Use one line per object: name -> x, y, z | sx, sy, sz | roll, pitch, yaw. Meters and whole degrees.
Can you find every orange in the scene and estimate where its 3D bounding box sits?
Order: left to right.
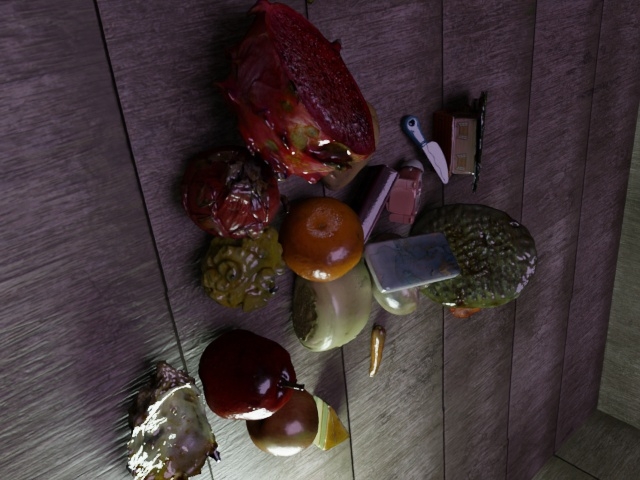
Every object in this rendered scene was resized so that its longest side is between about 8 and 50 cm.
orange -> 0.000, 0.000, 1.499 | 0.224, 0.224, 0.170 | -41, 157, -25

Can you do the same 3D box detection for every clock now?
clock -> 0.247, -0.145, 1.748 | 0.162, 0.092, 0.166 | -53, 148, -57

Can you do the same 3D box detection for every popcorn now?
popcorn -> -0.171, 0.060, 1.383 | 0.218, 0.169, 0.189 | -47, 131, -12

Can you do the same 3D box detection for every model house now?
model house -> 0.428, -0.312, 1.862 | 0.207, 0.154, 0.294 | -55, 147, -62

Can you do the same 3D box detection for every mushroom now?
mushroom -> 0.224, 0.091, 1.748 | 0.255, 0.184, 0.255 | 37, 43, -43

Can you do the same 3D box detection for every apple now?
apple -> -0.103, 0.478, 1.602 | 0.174, 0.188, 0.188 | 15, 95, -41

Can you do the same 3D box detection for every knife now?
knife -> 0.322, -0.271, 1.770 | 0.058, 0.032, 0.244 | -45, 113, -6

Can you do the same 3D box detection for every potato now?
potato -> 0.070, -0.246, 1.526 | 0.235, 0.128, 0.161 | -51, 130, -9

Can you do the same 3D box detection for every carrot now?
carrot -> 0.179, 0.357, 1.931 | 0.047, 0.047, 0.191 | -17, 123, -39

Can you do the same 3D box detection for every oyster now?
oyster -> -0.374, 0.439, 1.396 | 0.221, 0.096, 0.361 | -27, 123, -28

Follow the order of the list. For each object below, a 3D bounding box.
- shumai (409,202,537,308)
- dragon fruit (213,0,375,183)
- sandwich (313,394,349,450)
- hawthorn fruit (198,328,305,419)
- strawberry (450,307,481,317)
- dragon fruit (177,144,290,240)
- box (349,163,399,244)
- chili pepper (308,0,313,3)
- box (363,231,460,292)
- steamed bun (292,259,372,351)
shumai -> 0.489, 0.065, 1.932 | 0.323, 0.397, 0.324 | 26, 67, -68
dragon fruit -> -0.066, -0.292, 1.264 | 0.386, 0.249, 0.371 | 48, 28, -21
sandwich -> 0.032, 0.540, 1.833 | 0.113, 0.079, 0.163 | -11, 112, -43
hawthorn fruit -> -0.150, 0.333, 1.435 | 0.230, 0.266, 0.210 | 29, 74, -60
strawberry -> 0.535, 0.216, 2.188 | 0.187, 0.082, 0.146 | -35, 122, -22
dragon fruit -> -0.173, -0.121, 1.258 | 0.224, 0.148, 0.218 | 46, 60, 1
box -> 0.128, -0.097, 1.645 | 0.069, 0.120, 0.224 | 29, 86, -16
chili pepper -> -0.066, -0.604, 1.318 | 0.208, 0.043, 0.049 | 27, 74, -46
box -> 0.252, 0.056, 1.639 | 0.285, 0.142, 0.044 | -10, 155, -32
steamed bun -> 0.048, 0.165, 1.637 | 0.232, 0.166, 0.273 | -9, 111, -40
